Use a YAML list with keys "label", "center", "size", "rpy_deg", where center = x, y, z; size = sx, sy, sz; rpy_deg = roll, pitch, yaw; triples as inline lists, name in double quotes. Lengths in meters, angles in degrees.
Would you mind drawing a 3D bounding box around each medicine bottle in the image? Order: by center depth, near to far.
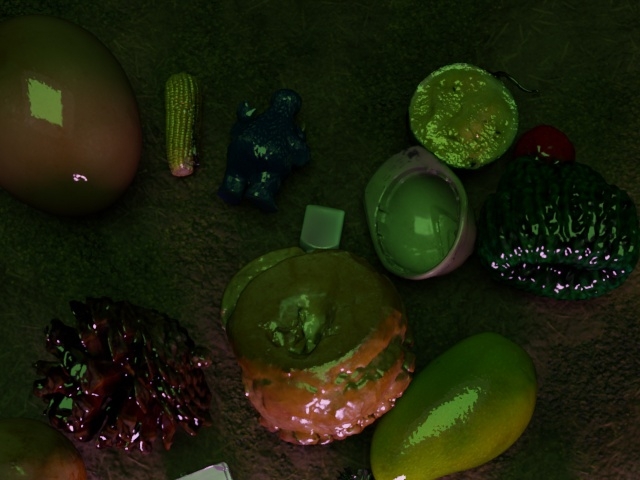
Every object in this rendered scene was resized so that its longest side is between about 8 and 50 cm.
- label: "medicine bottle"
  center: [0.000, 0.000, 1.851]
  size: [0.074, 0.055, 0.118]
  rpy_deg: [10, 70, 1]

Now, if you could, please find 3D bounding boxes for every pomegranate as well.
- label: "pomegranate"
  center: [-0.514, 0.408, 1.612]
  size: [0.270, 0.229, 0.252]
  rpy_deg: [3, 70, 6]

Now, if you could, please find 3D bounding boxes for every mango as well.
- label: "mango"
  center: [0.223, 0.296, 1.700]
  size: [0.343, 0.156, 0.192]
  rpy_deg: [-37, 77, -14]

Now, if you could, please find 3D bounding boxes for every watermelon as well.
- label: "watermelon"
  center: [0.263, -0.219, 1.893]
  size: [0.204, 0.127, 0.232]
  rpy_deg: [29, 70, 8]

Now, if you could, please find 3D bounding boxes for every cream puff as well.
- label: "cream puff"
  center: [-0.007, 0.178, 1.696]
  size: [0.343, 0.231, 0.327]
  rpy_deg: [21, 61, 28]

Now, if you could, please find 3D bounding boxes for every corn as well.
- label: "corn"
  center: [-0.259, -0.221, 1.915]
  size: [0.072, 0.072, 0.203]
  rpy_deg: [-2, 73, -2]

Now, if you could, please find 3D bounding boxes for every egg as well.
- label: "egg"
  center: [-0.473, -0.217, 1.785]
  size: [0.301, 0.301, 0.374]
  rpy_deg: [-24, 75, -9]

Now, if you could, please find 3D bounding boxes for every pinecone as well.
- label: "pinecone"
  center: [-0.325, 0.222, 1.651]
  size: [0.295, 0.298, 0.242]
  rpy_deg: [7, 67, 16]

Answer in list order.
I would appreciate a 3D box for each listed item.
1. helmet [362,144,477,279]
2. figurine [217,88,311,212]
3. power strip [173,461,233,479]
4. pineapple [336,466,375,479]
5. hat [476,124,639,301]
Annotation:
- label: "helmet"
  center: [0.201, -0.032, 1.828]
  size: [0.204, 0.137, 0.258]
  rpy_deg: [-37, 53, 26]
- label: "figurine"
  center: [-0.099, -0.180, 1.862]
  size: [0.164, 0.121, 0.262]
  rpy_deg: [4, 62, 8]
- label: "power strip"
  center: [-0.164, 0.508, 1.684]
  size: [0.109, 0.037, 0.279]
  rpy_deg: [-20, 73, -7]
- label: "pineapple"
  center: [0.082, 0.490, 1.662]
  size: [0.125, 0.125, 0.251]
  rpy_deg: [-13, 66, -6]
- label: "hat"
  center: [0.421, -0.076, 1.805]
  size: [0.274, 0.242, 0.332]
  rpy_deg: [12, 58, -11]
